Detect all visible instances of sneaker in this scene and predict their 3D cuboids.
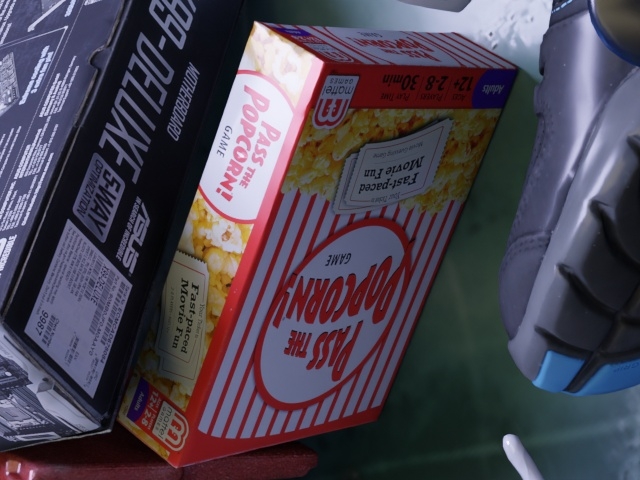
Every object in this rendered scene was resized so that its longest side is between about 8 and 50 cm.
[{"bbox_3d":[0.146,-0.103,0.686,0.139,0.125,0.341,36,110,49],"label":"sneaker"}]

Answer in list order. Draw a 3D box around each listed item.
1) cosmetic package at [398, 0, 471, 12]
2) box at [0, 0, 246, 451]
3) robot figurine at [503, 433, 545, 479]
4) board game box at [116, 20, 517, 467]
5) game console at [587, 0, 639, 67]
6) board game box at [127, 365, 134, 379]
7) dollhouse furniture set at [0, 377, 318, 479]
[{"bbox_3d":[0.037,-0.222,0.706,0.117,0.085,0.231,-46,44,44],"label":"cosmetic package"},{"bbox_3d":[-0.174,-0.032,0.820,0.242,0.076,0.307,-16,42,30],"label":"box"},{"bbox_3d":[0.123,0.253,0.661,0.299,0.200,0.354,3,97,0],"label":"robot figurine"},{"bbox_3d":[0.000,0.000,0.773,0.045,0.146,0.194,34,114,32],"label":"board game box"},{"bbox_3d":[0.243,-0.156,0.490,0.250,0.173,0.293,35,110,66],"label":"game console"},{"bbox_3d":[-0.197,0.012,1.006,0.145,0.027,0.281,-32,74,36],"label":"board game box"},{"bbox_3d":[-0.177,0.136,0.917,0.374,0.152,0.201,29,112,51],"label":"dollhouse furniture set"}]
